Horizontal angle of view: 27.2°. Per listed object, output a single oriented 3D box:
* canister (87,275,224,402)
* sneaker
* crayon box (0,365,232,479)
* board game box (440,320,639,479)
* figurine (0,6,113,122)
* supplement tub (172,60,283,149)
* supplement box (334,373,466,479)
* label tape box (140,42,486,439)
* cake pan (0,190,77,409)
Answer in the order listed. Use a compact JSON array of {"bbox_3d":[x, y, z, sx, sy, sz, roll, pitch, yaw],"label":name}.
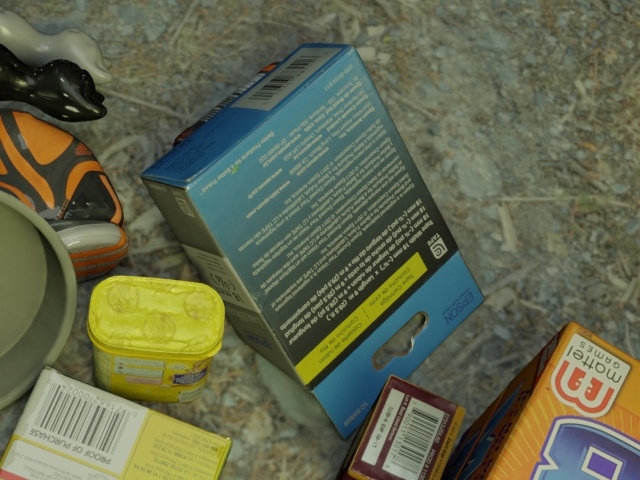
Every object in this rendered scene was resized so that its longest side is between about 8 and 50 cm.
[{"bbox_3d":[-0.163,0.101,1.291,0.126,0.170,0.073,6,65,-7],"label":"canister"},{"bbox_3d":[-0.370,-0.030,1.356,0.321,0.124,0.180,-9,64,-25],"label":"sneaker"},{"bbox_3d":[-0.232,0.303,1.238,0.202,0.081,0.318,22,64,0],"label":"crayon box"},{"bbox_3d":[0.238,0.356,1.144,0.356,0.356,0.356,31,65,4],"label":"board game box"},{"bbox_3d":[-0.322,-0.188,1.398,0.209,0.092,0.215,13,22,-10],"label":"figurine"},{"bbox_3d":[-0.059,-0.125,1.447,0.198,0.106,0.106,-40,78,-23],"label":"supplement tub"},{"bbox_3d":[0.067,0.215,1.269,0.081,0.188,0.104,25,64,3],"label":"supplement box"},{"bbox_3d":[0.000,0.000,1.377,0.240,0.106,0.334,-42,119,-23],"label":"label tape box"},{"bbox_3d":[-0.377,0.056,1.237,0.293,0.293,0.054,-14,37,-15],"label":"cake pan"}]
